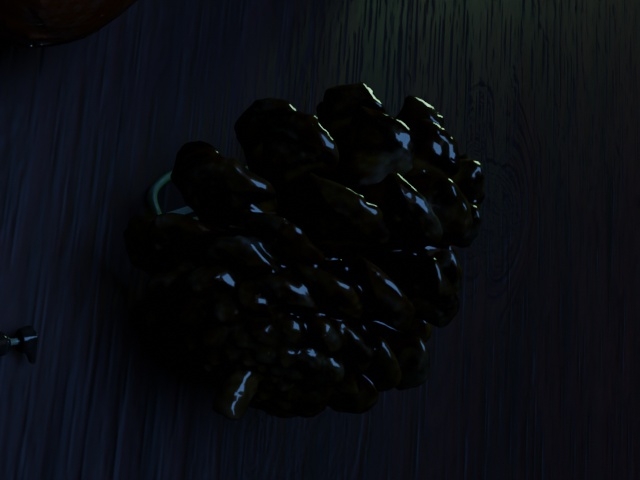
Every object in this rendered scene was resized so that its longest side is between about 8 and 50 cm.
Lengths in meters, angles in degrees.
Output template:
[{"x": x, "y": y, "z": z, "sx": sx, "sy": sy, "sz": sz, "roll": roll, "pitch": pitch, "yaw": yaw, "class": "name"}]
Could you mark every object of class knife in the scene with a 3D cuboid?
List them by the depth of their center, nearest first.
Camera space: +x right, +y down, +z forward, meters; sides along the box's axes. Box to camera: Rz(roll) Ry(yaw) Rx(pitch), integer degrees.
[{"x": -0.057, "y": -0.059, "z": 0.933, "sx": 0.212, "sy": 0.015, "sz": 0.054, "roll": -21, "pitch": 87, "yaw": -39, "class": "knife"}]

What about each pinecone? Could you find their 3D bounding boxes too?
[{"x": 0.000, "y": 0.000, "z": 0.827, "sx": 0.244, "sy": 0.244, "sz": 0.309, "roll": 55, "pitch": 46, "yaw": -17, "class": "pinecone"}]

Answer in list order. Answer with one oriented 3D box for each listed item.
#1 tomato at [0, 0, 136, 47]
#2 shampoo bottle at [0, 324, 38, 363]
[{"x": -0.192, "y": -0.236, "z": 0.736, "sx": 0.208, "sy": 0.208, "sz": 0.184, "roll": 42, "pitch": 56, "yaw": -25, "class": "tomato"}, {"x": -0.252, "y": 0.074, "z": 0.739, "sx": 0.137, "sy": 0.027, "sz": 0.048, "roll": -7, "pitch": 99, "yaw": -39, "class": "shampoo bottle"}]
